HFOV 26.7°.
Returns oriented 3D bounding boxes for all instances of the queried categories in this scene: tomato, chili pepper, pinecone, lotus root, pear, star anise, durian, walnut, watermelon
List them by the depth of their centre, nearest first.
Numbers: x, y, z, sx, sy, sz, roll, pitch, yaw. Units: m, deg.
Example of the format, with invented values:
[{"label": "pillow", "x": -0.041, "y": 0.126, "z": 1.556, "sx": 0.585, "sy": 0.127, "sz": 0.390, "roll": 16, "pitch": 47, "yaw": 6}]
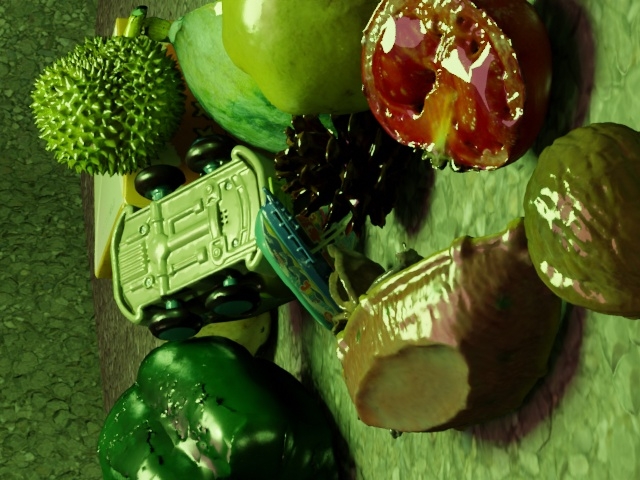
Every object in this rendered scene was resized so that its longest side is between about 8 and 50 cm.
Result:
[{"label": "walnut", "x": 0.167, "y": -0.009, "z": 0.758, "sx": 0.124, "sy": 0.105, "sz": 0.105, "roll": -107, "pitch": 23, "yaw": -45}, {"label": "tomato", "x": 0.113, "y": -0.124, "z": 0.975, "sx": 0.159, "sy": 0.091, "sz": 0.139, "roll": 26, "pitch": 128, "yaw": 43}, {"label": "pear", "x": 0.015, "y": -0.203, "z": 1.140, "sx": 0.200, "sy": 0.200, "sz": 0.200, "roll": 180, "pitch": 90, "yaw": -74}, {"label": "star anise", "x": 0.057, "y": 0.086, "z": 1.222, "sx": 0.208, "sy": 0.063, "sz": 0.172, "roll": 179, "pitch": 86, "yaw": -70}, {"label": "pinecone", "x": 0.020, "y": -0.071, "z": 1.226, "sx": 0.140, "sy": 0.120, "sz": 0.140, "roll": -164, "pitch": 90, "yaw": -88}, {"label": "watermelon", "x": -0.049, "y": -0.188, "z": 1.472, "sx": 0.180, "sy": 0.224, "sz": 0.305, "roll": -46, "pitch": 10, "yaw": -10}, {"label": "chili pepper", "x": -0.103, "y": 0.236, "z": 1.473, "sx": 0.256, "sy": 0.248, "sz": 0.233, "roll": 27, "pitch": 104, "yaw": 61}, {"label": "durian", "x": -0.229, "y": -0.150, "z": 1.524, "sx": 0.159, "sy": 0.198, "sz": 0.146, "roll": 54, "pitch": -157, "yaw": -27}, {"label": "lotus root", "x": -0.136, "y": 0.112, "z": 1.759, "sx": 0.154, "sy": 0.140, "sz": 0.257, "roll": 36, "pitch": 150, "yaw": 20}]

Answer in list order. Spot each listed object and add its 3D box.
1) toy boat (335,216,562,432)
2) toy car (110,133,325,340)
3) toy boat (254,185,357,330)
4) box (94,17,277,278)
[{"label": "toy boat", "x": 0.088, "y": 0.082, "z": 1.012, "sx": 0.099, "sy": 0.141, "sz": 0.318, "roll": -50, "pitch": 1, "yaw": -36}, {"label": "toy car", "x": -0.094, "y": 0.012, "z": 1.530, "sx": 0.248, "sy": 0.198, "sz": 0.204, "roll": -25, "pitch": 62, "yaw": 33}, {"label": "toy boat", "x": 0.000, "y": 0.000, "z": 1.369, "sx": 0.175, "sy": 0.110, "sz": 0.091, "roll": 51, "pitch": -174, "yaw": -29}, {"label": "box", "x": -0.180, "y": -0.110, "z": 1.771, "sx": 0.283, "sy": 0.213, "sz": 0.260, "roll": 130, "pitch": 139, "yaw": -65}]
